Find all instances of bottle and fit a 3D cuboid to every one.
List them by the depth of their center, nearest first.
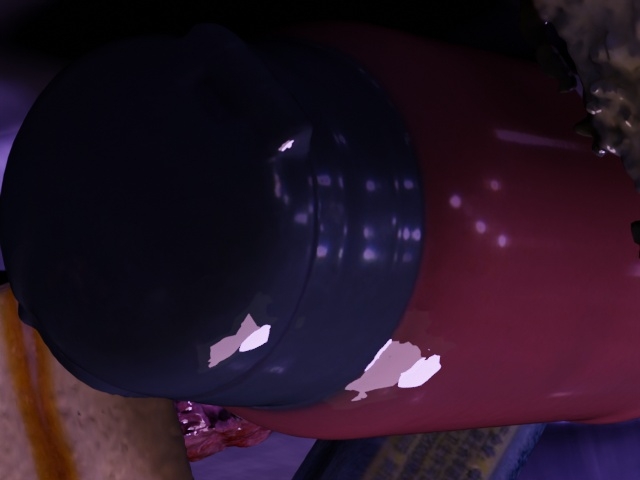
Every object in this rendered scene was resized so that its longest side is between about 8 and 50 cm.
[{"bbox_3d":[0.033,-0.005,0.620,0.144,0.144,0.336,-24,164,30],"label":"bottle"}]

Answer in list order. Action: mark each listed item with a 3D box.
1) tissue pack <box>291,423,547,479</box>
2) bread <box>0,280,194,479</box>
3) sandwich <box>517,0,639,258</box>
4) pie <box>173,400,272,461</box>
[{"bbox_3d":[0.054,0.094,0.890,0.257,0.081,0.185,-57,-179,-21],"label":"tissue pack"},{"bbox_3d":[-0.210,0.139,0.834,0.236,0.198,0.263,-16,171,27],"label":"bread"},{"bbox_3d":[0.198,-0.068,0.603,0.235,0.122,0.128,-11,171,-38],"label":"sandwich"},{"bbox_3d":[-0.052,0.102,1.197,0.218,0.054,0.204,-16,168,-17],"label":"pie"}]
